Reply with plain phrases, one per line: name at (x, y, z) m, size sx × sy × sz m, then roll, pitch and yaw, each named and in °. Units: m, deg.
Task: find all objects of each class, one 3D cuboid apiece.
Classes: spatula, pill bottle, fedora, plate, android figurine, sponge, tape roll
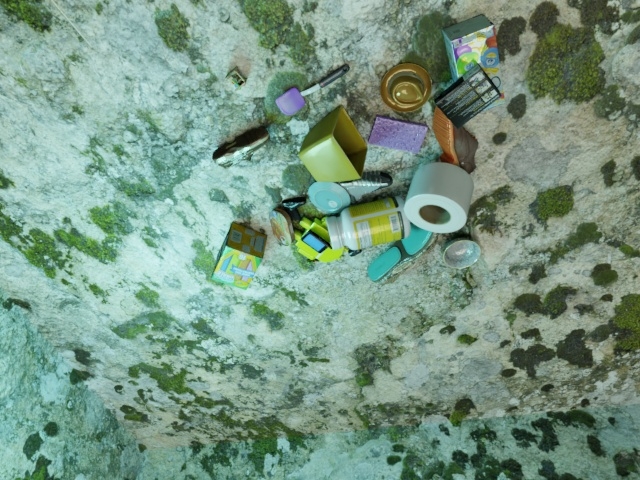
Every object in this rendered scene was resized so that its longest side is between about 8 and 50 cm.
spatula at (-0.023, -0.559, 1.677) m, size 0.296 × 0.030 × 0.084 m, roll -25°, pitch 126°, yaw 18°
pill bottle at (0.199, -0.066, 1.948) m, size 0.333 × 0.188 × 0.188 m, roll -13°, pitch 128°, yaw 1°
fedora at (0.315, -0.542, 1.659) m, size 0.194 × 0.079 × 0.194 m, roll 0°, pitch 129°, yaw 0°
plate at (0.034, -0.178, 1.950) m, size 0.188 × 0.024 × 0.188 m, roll 12°, pitch 141°, yaw 10°
android figurine at (0.000, 0.000, 2.097) m, size 0.272 × 0.056 × 0.248 m, roll 30°, pitch 126°, yaw -14°
sponge at (0.302, -0.416, 1.791) m, size 0.210 × 0.031 × 0.117 m, roll 10°, pitch 128°, yaw -7°
tape roll at (0.470, -0.166, 1.811) m, size 0.246 × 0.169 × 0.246 m, roll 16°, pitch 151°, yaw 9°

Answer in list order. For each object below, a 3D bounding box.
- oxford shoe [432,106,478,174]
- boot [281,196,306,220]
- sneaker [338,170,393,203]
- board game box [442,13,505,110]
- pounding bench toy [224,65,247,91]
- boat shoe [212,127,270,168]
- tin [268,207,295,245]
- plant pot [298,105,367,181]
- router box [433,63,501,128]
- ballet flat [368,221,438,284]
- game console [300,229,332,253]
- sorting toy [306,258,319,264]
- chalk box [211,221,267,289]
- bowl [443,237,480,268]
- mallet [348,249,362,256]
oxford shoe at (0.528, -0.399, 1.764) m, size 0.132 × 0.130 × 0.364 m, roll -26°, pitch 133°, yaw -1°
boot at (-0.108, -0.136, 2.009) m, size 0.121 × 0.045 × 0.099 m, roll -6°, pitch 127°, yaw 15°
sneaker at (0.193, -0.217, 1.929) m, size 0.228 × 0.086 × 0.132 m, roll 1°, pitch 134°, yaw 12°
board game box at (0.529, -0.598, 1.571) m, size 0.142 × 0.144 × 0.275 m, roll -16°, pitch 128°, yaw 14°
pounding bench toy at (-0.302, -0.571, 1.635) m, size 0.052 × 0.083 × 0.065 m, roll -31°, pitch 122°, yaw 22°
boat shoe at (-0.301, -0.359, 1.813) m, size 0.257 × 0.095 × 0.095 m, roll -17°, pitch 141°, yaw 21°
tin at (-0.171, -0.060, 2.043) m, size 0.106 × 0.040 × 0.190 m, roll 20°, pitch 136°, yaw 35°
plant pot at (0.040, -0.347, 1.751) m, size 0.187 × 0.212 × 0.212 m, roll -17°, pitch 128°, yaw 30°
router box at (0.496, -0.483, 1.543) m, size 0.179 × 0.046 × 0.133 m, roll -35°, pitch 120°, yaw 30°
ballet flat at (0.414, 0.046, 2.106) m, size 0.182 × 0.164 × 0.483 m, roll 8°, pitch 138°, yaw -35°
game console at (-0.019, 0.015, 2.036) m, size 0.122 × 0.107 × 0.071 m, roll 35°, pitch 97°, yaw -16°
sorting toy at (-0.036, 0.098, 2.178) m, size 0.062 × 0.083 × 0.012 m, roll -4°, pitch 104°, yaw 5°
chalk box at (-0.386, 0.097, 2.114) m, size 0.179 × 0.180 × 0.289 m, roll 20°, pitch 127°, yaw -15°
bowl at (0.649, 0.041, 2.126) m, size 0.170 × 0.080 × 0.170 m, roll 0°, pitch 130°, yaw 0°
mallet at (0.112, 0.006, 2.133) m, size 0.062 × 0.039 × 0.189 m, roll -35°, pitch 116°, yaw 28°
